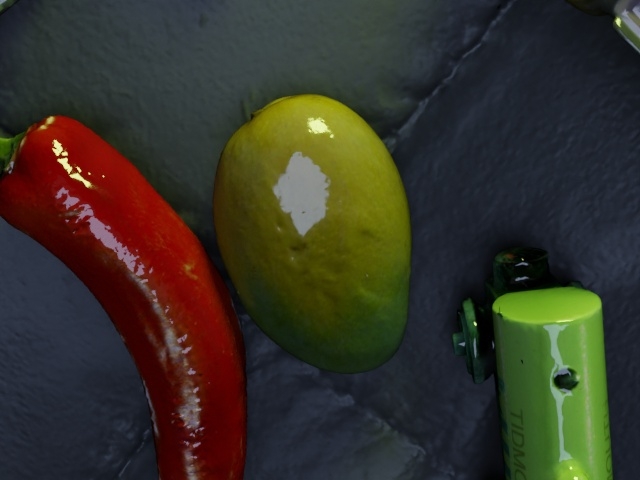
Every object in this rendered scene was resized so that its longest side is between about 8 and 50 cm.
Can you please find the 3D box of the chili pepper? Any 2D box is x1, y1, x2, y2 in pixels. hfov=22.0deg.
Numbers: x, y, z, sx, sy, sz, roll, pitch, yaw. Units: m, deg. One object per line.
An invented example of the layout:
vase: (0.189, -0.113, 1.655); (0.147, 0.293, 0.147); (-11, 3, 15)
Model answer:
chili pepper: (-0.128, 0.051, 1.071); (0.137, 0.092, 0.368); (-29, 100, -2)

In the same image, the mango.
mango: (0.000, 0.000, 1.074); (0.130, 0.092, 0.194); (-25, 111, 1)

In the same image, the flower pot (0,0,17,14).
flower pot: (-0.278, -0.141, 1.019); (0.229, 0.103, 0.108); (-39, 102, 6)

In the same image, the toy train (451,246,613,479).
toy train: (0.149, 0.137, 1.071); (0.105, 0.157, 0.253); (-6, 103, -2)

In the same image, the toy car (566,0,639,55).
toy car: (0.280, -0.195, 0.993); (0.336, 0.226, 0.242); (46, 116, 5)
